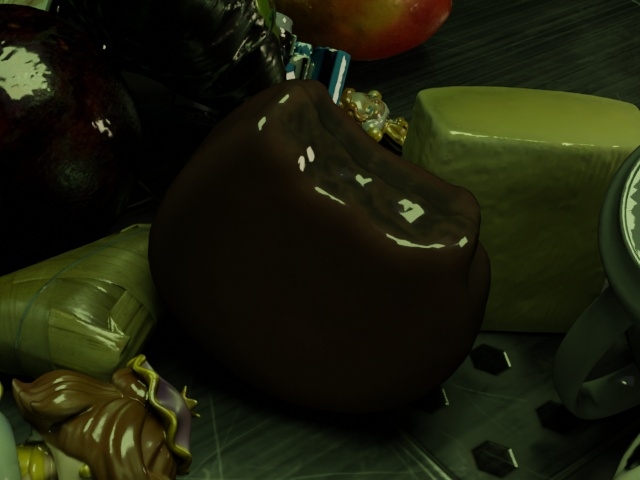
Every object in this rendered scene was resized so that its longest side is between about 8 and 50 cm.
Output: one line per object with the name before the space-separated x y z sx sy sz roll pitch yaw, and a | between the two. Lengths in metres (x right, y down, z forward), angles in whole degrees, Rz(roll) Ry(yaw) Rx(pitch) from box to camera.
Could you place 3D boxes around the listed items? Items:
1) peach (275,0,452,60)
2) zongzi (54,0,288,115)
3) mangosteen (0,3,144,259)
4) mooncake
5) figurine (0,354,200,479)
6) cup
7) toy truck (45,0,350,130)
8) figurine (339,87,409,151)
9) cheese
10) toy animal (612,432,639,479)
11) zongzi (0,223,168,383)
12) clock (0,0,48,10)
peach | 0.050 -0.372 1.710 0.280 0.238 0.281 2 0 0
zongzi | -0.169 -0.289 1.238 0.319 0.362 0.383 -32 79 1
mangosteen | -0.328 -0.102 1.274 0.288 0.288 0.288 7 40 -5
mooncake | 0.000 0.000 1.177 0.325 0.334 0.174 6 30 14
figurine | -0.227 0.190 1.034 0.263 0.190 0.142 -10 3 -19
cup | 0.365 0.058 1.170 0.322 0.327 0.237 -29 60 6
toy truck | -0.154 -0.210 1.487 0.367 0.175 0.146 15 83 3
figurine | 0.077 -0.154 1.587 0.143 0.068 0.101 2 43 -30
cheese | 0.201 -0.030 1.303 0.242 0.266 0.124 0 41 -14
toy animal | 0.363 0.254 1.048 0.212 0.213 0.267 1 44 -12
zongzi | -0.277 0.055 1.231 0.256 0.115 0.228 7 33 14
clock | -0.402 -0.303 1.607 0.236 0.053 0.236 -12 57 19
